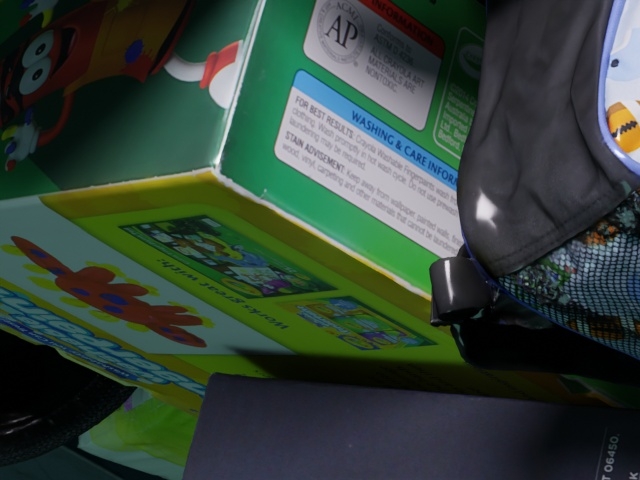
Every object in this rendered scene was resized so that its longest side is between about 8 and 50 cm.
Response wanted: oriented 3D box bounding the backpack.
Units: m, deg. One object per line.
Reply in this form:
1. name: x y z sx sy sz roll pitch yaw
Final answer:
1. backpack: 0.207 -0.049 0.792 0.263 0.277 0.213 31 146 -26

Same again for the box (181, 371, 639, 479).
1. box: 0.111 0.202 1.010 0.294 0.183 0.296 1 159 32

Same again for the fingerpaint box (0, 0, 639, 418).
1. fingerpaint box: 0.000 0.000 1.059 0.444 0.163 0.371 30 156 -37

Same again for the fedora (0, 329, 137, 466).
1. fedora: -0.257 -0.012 1.306 0.334 0.334 0.152 41 -177 -28

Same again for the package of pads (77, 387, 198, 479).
1. package of pads: -0.049 0.135 1.450 0.229 0.101 0.296 22 158 -16
